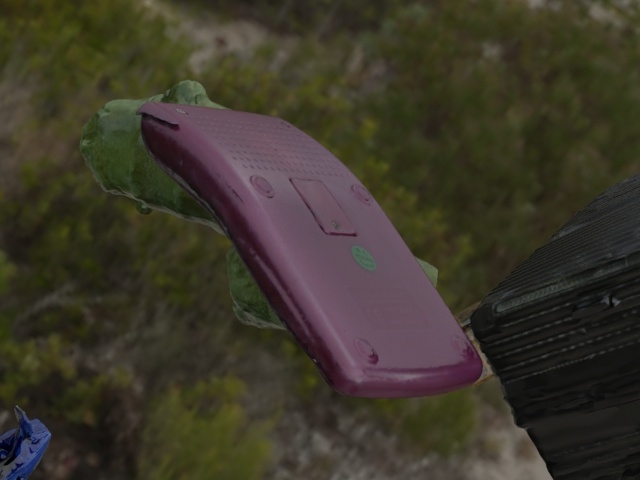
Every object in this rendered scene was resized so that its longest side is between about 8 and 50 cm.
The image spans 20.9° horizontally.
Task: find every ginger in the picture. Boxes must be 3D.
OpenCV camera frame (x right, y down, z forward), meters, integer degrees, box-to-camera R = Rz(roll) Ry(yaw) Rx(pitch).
[{"bbox_3d":[-0.044,-0.006,1.255,0.290,0.137,0.089,42,48,-10],"label":"ginger"}]

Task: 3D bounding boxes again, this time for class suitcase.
[{"bbox_3d":[0.274,0.008,0.956,0.229,0.335,0.152,-35,99,-50],"label":"suitcase"}]

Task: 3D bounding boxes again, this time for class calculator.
[{"bbox_3d":[0.000,0.000,0.859,0.126,0.034,0.190,3,43,-54],"label":"calculator"}]

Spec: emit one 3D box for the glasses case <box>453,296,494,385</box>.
[{"bbox_3d":[0.199,0.036,1.344,0.049,0.218,0.075,62,0,-5],"label":"glasses case"}]

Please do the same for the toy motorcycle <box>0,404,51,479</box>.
[{"bbox_3d":[-0.365,0.250,1.452,0.113,0.315,0.169,35,-12,51],"label":"toy motorcycle"}]
